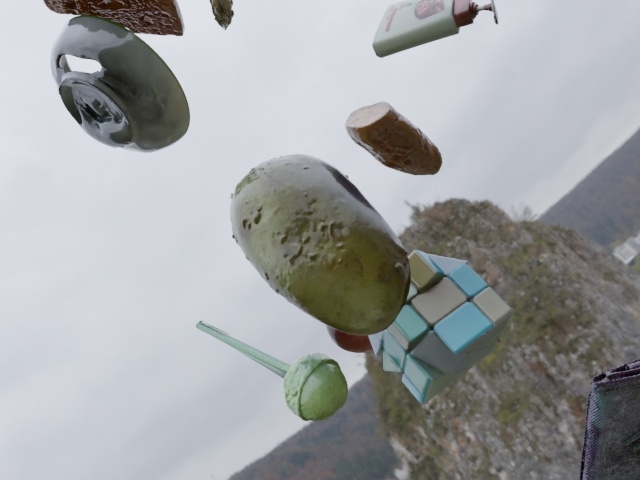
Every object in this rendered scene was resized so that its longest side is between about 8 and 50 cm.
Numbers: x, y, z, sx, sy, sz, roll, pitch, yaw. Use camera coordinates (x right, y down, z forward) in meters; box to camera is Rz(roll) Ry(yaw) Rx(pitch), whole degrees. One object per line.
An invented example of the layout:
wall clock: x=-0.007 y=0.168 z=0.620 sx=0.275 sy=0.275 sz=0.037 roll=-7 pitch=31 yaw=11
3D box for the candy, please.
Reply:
candy: x=-0.095 y=0.188 z=0.923 sx=0.092 sy=0.335 sz=0.093 roll=-21 pitch=-62 yaw=-44

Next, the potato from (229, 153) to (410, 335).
potato: x=0.000 y=0.000 z=0.815 sx=0.173 sy=0.307 sz=0.210 roll=-52 pitch=-22 yaw=19

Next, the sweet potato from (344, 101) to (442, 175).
sweet potato: x=0.142 y=-0.172 z=1.015 sx=0.251 sy=0.097 sz=0.097 roll=19 pitch=-60 yaw=-43

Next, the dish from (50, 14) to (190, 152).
dish: x=-0.446 y=-0.294 z=1.218 sx=0.124 sy=0.324 sz=0.324 roll=-61 pitch=-7 yaw=-32

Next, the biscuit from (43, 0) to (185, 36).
biscuit: x=-0.405 y=-0.490 z=1.153 sx=0.283 sy=0.043 sz=0.306 roll=-8 pitch=-16 yaw=43

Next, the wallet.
wallet: x=0.312 y=0.192 z=0.577 sx=0.111 sy=0.030 sz=0.166 roll=-10 pitch=-68 yaw=-8

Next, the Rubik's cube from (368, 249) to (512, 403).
Rubik's cube: x=0.197 y=0.139 z=1.045 sx=0.224 sy=0.213 sz=0.265 roll=-32 pitch=-30 yaw=-18

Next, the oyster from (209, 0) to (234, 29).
oyster: x=-0.212 y=-0.497 z=1.223 sx=0.038 sy=0.080 sz=0.083 roll=-48 pitch=-1 yaw=-23

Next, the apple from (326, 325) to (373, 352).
apple: x=0.111 y=0.197 z=1.572 sx=0.201 sy=0.218 sz=0.218 roll=-19 pitch=-19 yaw=2

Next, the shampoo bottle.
shampoo bottle: x=0.266 y=-0.501 z=1.306 sx=0.071 sy=0.284 sz=0.153 roll=50 pitch=-129 yaw=-41
